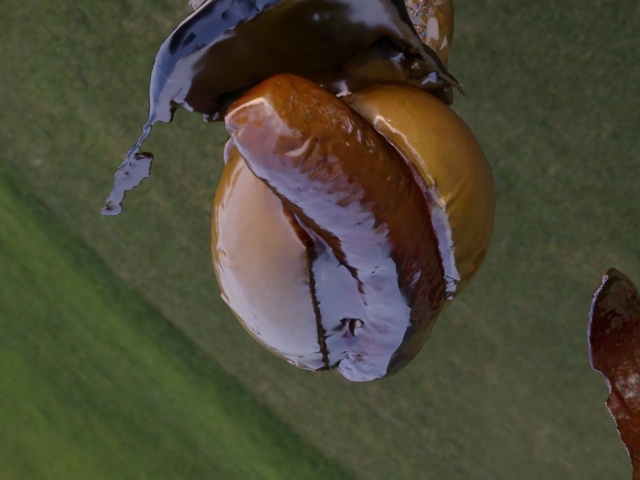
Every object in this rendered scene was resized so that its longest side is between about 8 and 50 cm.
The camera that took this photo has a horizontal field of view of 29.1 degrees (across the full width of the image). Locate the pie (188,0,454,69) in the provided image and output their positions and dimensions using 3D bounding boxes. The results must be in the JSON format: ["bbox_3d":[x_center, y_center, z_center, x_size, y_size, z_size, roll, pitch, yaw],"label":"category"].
[{"bbox_3d":[0.000,-0.188,1.014,0.273,0.069,0.273,20,130,25],"label":"pie"}]

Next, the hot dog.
[{"bbox_3d":[0.006,-0.002,0.648,0.107,0.194,0.326,66,-170,27],"label":"hot dog"}]

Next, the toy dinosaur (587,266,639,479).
[{"bbox_3d":[0.318,0.171,0.927,0.113,0.207,0.327,134,123,-64],"label":"toy dinosaur"}]
